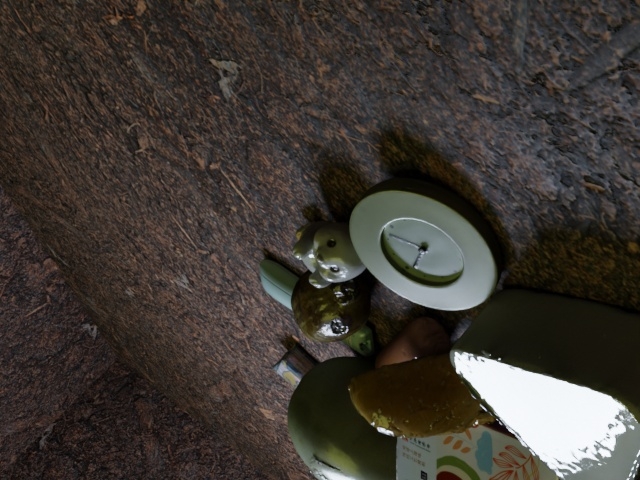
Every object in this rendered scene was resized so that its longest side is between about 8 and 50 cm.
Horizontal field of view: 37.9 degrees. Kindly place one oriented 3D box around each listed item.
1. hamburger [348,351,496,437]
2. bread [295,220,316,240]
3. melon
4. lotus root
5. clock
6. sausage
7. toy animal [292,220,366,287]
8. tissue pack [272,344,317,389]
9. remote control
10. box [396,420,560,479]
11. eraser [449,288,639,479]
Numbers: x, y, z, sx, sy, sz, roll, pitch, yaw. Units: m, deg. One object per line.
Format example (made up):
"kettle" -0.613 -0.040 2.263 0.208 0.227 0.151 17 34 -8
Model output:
"hamburger" 0.179 0.259 1.536 0.262 0.131 0.124 -12 136 11
"bread" 0.000 0.000 1.665 0.083 0.035 0.070 40 159 -8
"melon" 0.086 0.386 1.897 0.330 0.268 0.268 36 157 26
"lotus root" 0.020 0.112 1.708 0.145 0.128 0.260 54 157 5
"clock" 0.151 0.010 1.357 0.235 0.029 0.235 22 141 18
"sausage" 0.162 0.206 1.691 0.086 0.086 0.289 41 159 6
"toy animal" 0.050 0.018 1.495 0.221 0.131 0.103 -3 102 58
"tissue pack" -0.035 0.334 2.276 0.155 0.065 0.115 44 159 1
"remote control" -0.013 0.140 1.915 0.293 0.051 0.103 31 154 26
"box" 0.306 0.458 1.639 0.385 0.122 0.344 14 110 50
"eraser" 0.374 0.230 1.296 0.331 0.150 0.331 36 154 21
